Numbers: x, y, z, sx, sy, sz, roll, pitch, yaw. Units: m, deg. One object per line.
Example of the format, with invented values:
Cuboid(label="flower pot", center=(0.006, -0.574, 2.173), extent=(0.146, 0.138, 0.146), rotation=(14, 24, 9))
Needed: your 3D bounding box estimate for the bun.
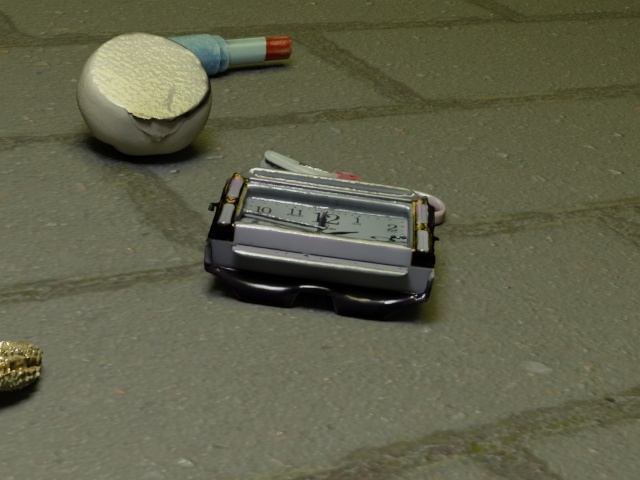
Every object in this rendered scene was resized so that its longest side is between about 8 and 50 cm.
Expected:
Cuboid(label="bun", center=(-0.228, -0.176, 1.771), extent=(0.172, 0.120, 0.173), rotation=(9, 50, -11))

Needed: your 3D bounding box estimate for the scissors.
Cuboid(label="scissors", center=(0.032, -0.060, 1.701), extent=(0.242, 0.031, 0.118), rotation=(22, 28, 20))

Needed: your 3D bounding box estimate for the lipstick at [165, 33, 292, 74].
Cuboid(label="lipstick", center=(-0.156, -0.284, 2.099), extent=(0.274, 0.061, 0.068), rotation=(-10, 28, -35))

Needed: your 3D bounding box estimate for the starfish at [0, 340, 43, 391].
Cuboid(label="starfish", center=(-0.311, 0.090, 1.165), extent=(0.071, 0.216, 0.238), rotation=(-15, -19, 23))

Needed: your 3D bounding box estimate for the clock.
Cuboid(label="clock", center=(0.000, 0.000, 1.496), extent=(0.253, 0.083, 0.186), rotation=(8, 24, 1))
